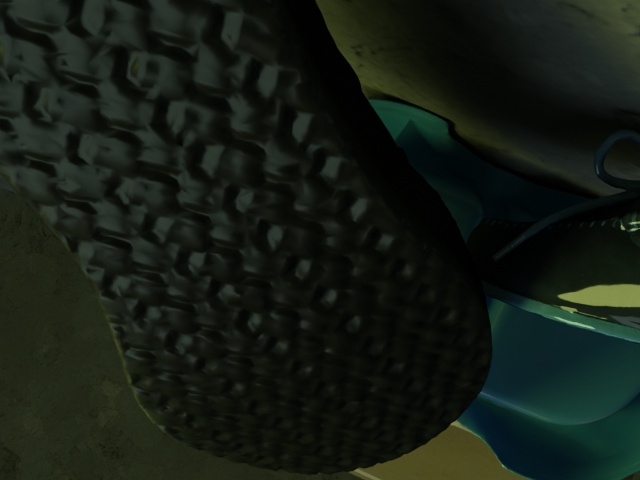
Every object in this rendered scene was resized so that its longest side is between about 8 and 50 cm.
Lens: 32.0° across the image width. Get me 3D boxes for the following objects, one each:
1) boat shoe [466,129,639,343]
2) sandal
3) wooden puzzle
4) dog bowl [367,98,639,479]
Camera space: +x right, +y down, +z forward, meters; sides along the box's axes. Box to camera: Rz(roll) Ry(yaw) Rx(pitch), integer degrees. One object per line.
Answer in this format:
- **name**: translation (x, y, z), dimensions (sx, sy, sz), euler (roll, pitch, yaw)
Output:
- **boat shoe**: translation (0.175, 0.006, 0.464), dimensions (0.258, 0.089, 0.109), euler (9, 180, 43)
- **sandal**: translation (-0.032, -0.033, 0.452), dimensions (0.167, 0.107, 0.446), euler (-10, 141, 11)
- **wooden puzzle**: translation (0.068, 0.140, 0.794), dimensions (0.239, 0.044, 0.221), euler (21, 155, -9)
- **dog bowl**: translation (0.082, 0.027, 0.645), dimensions (0.297, 0.166, 0.074), euler (22, -174, -9)
